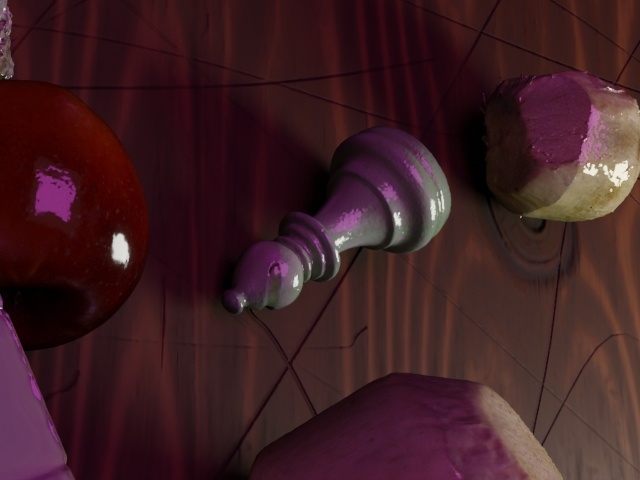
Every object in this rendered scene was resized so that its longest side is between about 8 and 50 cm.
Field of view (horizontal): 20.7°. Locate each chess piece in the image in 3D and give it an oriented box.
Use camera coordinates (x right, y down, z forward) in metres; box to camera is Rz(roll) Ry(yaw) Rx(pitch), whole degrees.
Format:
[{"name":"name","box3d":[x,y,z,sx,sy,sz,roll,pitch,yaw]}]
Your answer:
[{"name":"chess piece","box3d":[0.000,0.000,1.777,0.271,0.139,0.139,-37,95,-34]}]

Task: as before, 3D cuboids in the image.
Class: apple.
[{"name":"apple","box3d":[-0.255,-0.020,1.478,0.218,0.218,0.201,25,47,-31]}]

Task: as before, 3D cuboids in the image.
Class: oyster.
[{"name":"oyster","box3d":[-0.313,-0.199,1.643,0.100,0.037,0.098,56,45,-5]}]

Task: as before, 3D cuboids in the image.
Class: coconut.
[{"name":"coconut","box3d":[0.063,0.280,1.572,0.328,0.329,0.329,20,57,-34]},{"name":"coconut","box3d":[0.286,-0.108,2.035,0.194,0.194,0.194,20,57,-34]}]

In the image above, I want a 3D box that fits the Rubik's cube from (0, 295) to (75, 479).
[{"name":"Rubik's cube","box3d":[-0.397,0.187,1.153,0.347,0.344,0.347,-15,78,-44]}]
